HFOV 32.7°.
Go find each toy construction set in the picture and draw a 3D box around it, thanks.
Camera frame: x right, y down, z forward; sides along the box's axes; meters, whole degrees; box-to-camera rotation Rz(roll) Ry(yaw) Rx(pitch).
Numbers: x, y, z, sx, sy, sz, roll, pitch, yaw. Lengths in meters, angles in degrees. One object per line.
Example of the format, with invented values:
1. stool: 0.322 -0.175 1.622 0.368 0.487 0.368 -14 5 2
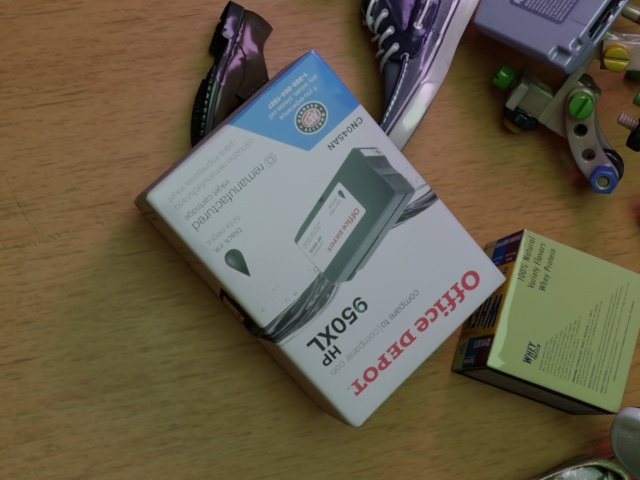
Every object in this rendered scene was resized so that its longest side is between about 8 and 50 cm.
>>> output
1. toy construction set: 0.396 -0.252 1.594 0.237 0.257 0.309 29 53 5

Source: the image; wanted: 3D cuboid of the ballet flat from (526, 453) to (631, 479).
1. ballet flat: 0.274 0.386 1.477 0.348 0.123 0.123 -21 86 -17

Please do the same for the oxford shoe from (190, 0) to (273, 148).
1. oxford shoe: -0.117 -0.213 1.508 0.096 0.083 0.227 21 78 -19

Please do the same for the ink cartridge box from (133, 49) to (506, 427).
1. ink cartridge box: 0.000 0.000 1.415 0.285 0.166 0.395 -43 100 -10

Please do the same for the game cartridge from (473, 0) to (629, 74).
1. game cartridge: 0.355 -0.388 1.521 0.196 0.060 0.294 37 90 34

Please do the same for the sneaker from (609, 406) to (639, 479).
1. sneaker: 0.503 0.274 1.530 0.296 0.104 0.147 46 62 -35

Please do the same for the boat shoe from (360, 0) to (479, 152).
1. boat shoe: 0.111 -0.282 1.568 0.158 0.127 0.340 27 66 -2

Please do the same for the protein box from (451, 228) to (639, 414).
1. protein box: 0.320 0.119 1.528 0.201 0.136 0.199 21 76 -11
